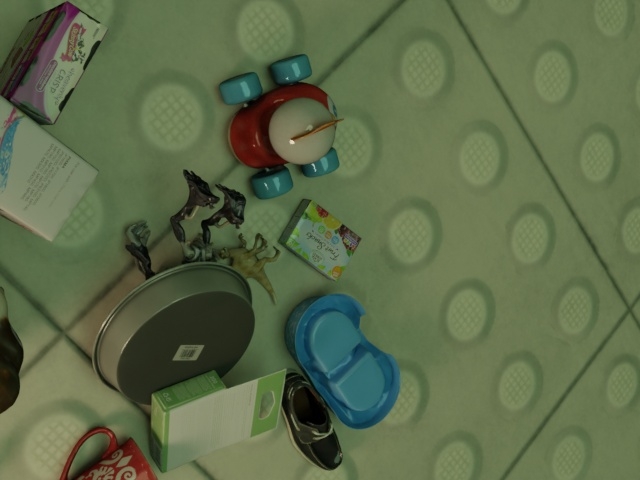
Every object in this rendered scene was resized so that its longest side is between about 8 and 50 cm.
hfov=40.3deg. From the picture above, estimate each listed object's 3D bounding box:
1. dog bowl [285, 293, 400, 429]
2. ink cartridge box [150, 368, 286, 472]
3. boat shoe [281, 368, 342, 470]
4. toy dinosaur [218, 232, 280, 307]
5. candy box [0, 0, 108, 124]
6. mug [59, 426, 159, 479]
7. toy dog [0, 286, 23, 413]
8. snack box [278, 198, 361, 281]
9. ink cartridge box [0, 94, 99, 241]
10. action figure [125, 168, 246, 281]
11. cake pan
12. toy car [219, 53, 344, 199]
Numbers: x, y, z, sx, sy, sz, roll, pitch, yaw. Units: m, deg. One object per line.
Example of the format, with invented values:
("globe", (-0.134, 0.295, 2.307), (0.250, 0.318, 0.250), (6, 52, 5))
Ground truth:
("dog bowl", (0.039, 0.230, 1.695), (0.166, 0.074, 0.297), (-41, 116, -21))
("ink cartridge box", (-0.181, 0.302, 1.535), (0.235, 0.056, 0.171), (-18, 137, -30))
("boat shoe", (-0.015, 0.357, 1.677), (0.084, 0.079, 0.233), (-35, 114, -25))
("toy dinosaur", (-0.121, 0.040, 1.597), (0.093, 0.053, 0.183), (-50, 131, -4))
("candy box", (-0.406, -0.250, 1.266), (0.071, 0.233, 0.159), (32, 80, -30))
("mug", (-0.372, 0.412, 1.465), (0.169, 0.150, 0.113), (-32, 148, -20))
("toy dog", (-0.599, 0.139, 1.159), (0.407, 0.284, 0.396), (12, 74, -39))
("snack box", (0.000, 0.000, 1.663), (0.141, 0.037, 0.100), (36, 79, -30))
("ink cartridge box", (-0.490, -0.146, 1.186), (0.131, 0.226, 0.306), (-58, 137, -12))
("action figure", (-0.234, 0.021, 1.469), (0.164, 0.141, 0.276), (15, 114, -40))
("cake pan", (-0.231, 0.166, 1.449), (0.293, 0.054, 0.293), (-24, 140, -22))
("toy car", (-0.028, -0.196, 1.503), (0.210, 0.238, 0.219), (-26, 109, -27))
